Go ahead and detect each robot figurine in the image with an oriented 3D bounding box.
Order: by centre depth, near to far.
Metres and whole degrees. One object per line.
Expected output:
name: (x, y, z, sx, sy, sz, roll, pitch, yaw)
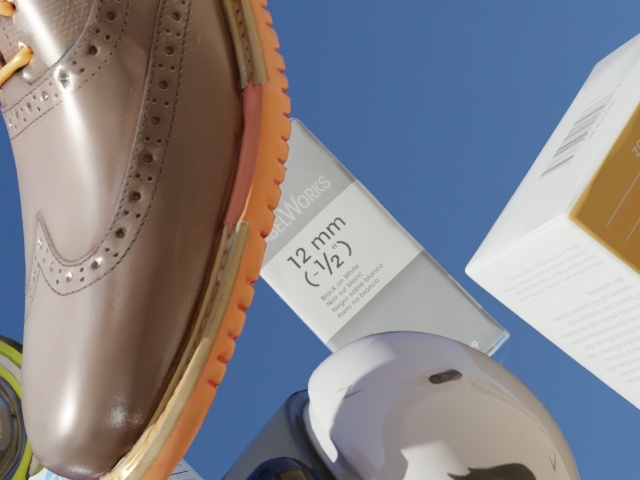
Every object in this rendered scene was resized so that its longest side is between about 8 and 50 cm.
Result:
robot figurine: (0.015, 0.179, 0.929, 0.278, 0.173, 0.209, -51, 3, 14)

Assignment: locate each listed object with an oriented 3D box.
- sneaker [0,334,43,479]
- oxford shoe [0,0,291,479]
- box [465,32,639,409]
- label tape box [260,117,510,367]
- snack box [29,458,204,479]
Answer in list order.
sneaker: (-0.258, 0.102, 0.717, 0.300, 0.121, 0.111, -19, -95, -6)
oxford shoe: (-0.095, -0.086, 0.639, 0.132, 0.130, 0.364, 12, -112, -32)
box: (0.317, 0.028, 1.260, 0.345, 0.168, 0.215, 37, -113, -8)
label tape box: (0.000, 0.000, 1.437, 0.115, 0.348, 0.249, -42, -11, -1)
snack box: (-0.193, 0.211, 1.373, 0.174, 0.207, 0.070, -52, -15, 14)
